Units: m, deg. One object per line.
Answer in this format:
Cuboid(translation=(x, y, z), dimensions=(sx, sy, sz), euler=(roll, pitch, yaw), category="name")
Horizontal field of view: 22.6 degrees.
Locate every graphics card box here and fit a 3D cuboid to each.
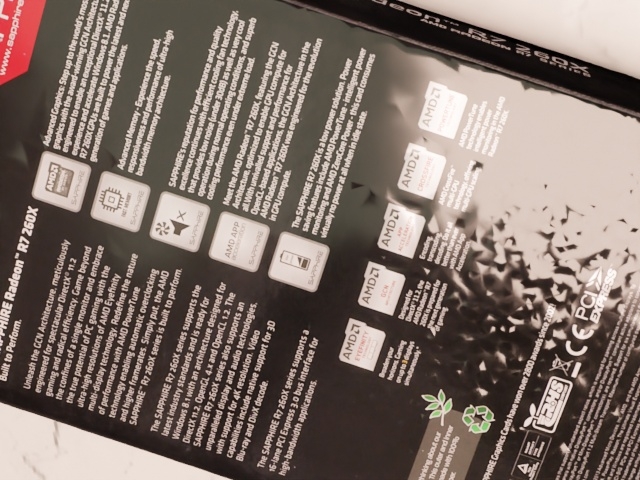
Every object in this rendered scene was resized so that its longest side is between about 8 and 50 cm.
Cuboid(translation=(0.000, 0.000, 0.746), dimensions=(0.371, 0.094, 0.232), euler=(18, 107, 2), category="graphics card box")
